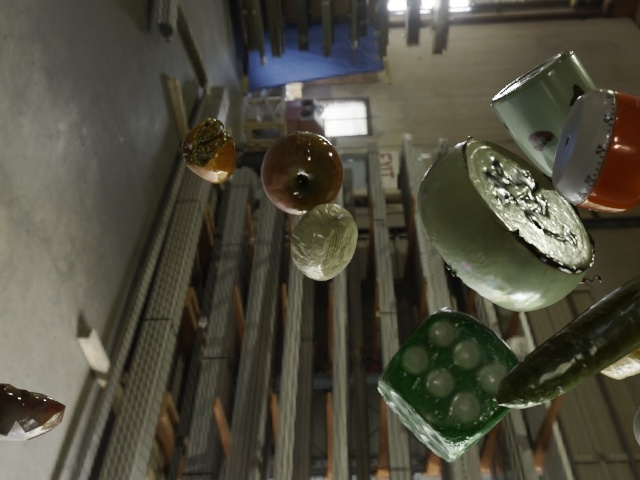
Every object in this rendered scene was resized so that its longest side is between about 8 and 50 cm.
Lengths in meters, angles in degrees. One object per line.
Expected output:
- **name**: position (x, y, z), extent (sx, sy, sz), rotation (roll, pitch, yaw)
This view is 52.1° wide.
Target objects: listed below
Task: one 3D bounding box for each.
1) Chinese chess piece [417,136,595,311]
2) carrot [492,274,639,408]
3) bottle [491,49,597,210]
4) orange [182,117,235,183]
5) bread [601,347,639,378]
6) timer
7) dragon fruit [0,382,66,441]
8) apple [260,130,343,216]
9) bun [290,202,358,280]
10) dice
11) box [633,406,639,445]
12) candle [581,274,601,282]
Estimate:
- **Chinese chess piece**: position (0.350, -0.036, 1.237), extent (0.146, 0.349, 0.349), rotation (-48, -152, 35)
- **carrot**: position (0.334, 0.087, 0.710), extent (0.074, 0.358, 0.074), rotation (59, -13, 23)
- **bottle**: position (0.565, -0.229, 1.463), extent (0.352, 0.229, 0.229), rotation (55, 6, -5)
- **orange**: position (-0.145, -0.112, 0.842), extent (0.086, 0.062, 0.086), rotation (163, -90, -71)
- **bread**: position (0.744, 0.237, 1.618), extent (0.170, 0.197, 0.197), rotation (-45, -148, 39)
- **timer**: position (0.319, -0.091, 0.694), extent (0.099, 0.136, 0.136), rotation (10, 78, -81)
- **dragon fruit**: position (-0.201, 0.140, 0.115), extent (0.263, 0.314, 0.296), rotation (43, -22, 39)
- **apple**: position (-0.041, -0.152, 1.472), extent (0.174, 0.188, 0.188), rotation (-85, 172, -64)
- **bun**: position (0.000, 0.000, 1.384), extent (0.188, 0.111, 0.164), rotation (-16, 125, -58)
- **dice**: position (0.339, 0.373, 1.699), extent (0.297, 0.287, 0.300), rotation (45, -15, 21)
- **box**: position (0.767, 0.313, 1.165), extent (0.289, 0.349, 0.141), rotation (110, -28, -68)
- **candle**: position (0.661, 0.105, 1.748), extent (0.026, 0.167, 0.021), rotation (73, 16, -71)
